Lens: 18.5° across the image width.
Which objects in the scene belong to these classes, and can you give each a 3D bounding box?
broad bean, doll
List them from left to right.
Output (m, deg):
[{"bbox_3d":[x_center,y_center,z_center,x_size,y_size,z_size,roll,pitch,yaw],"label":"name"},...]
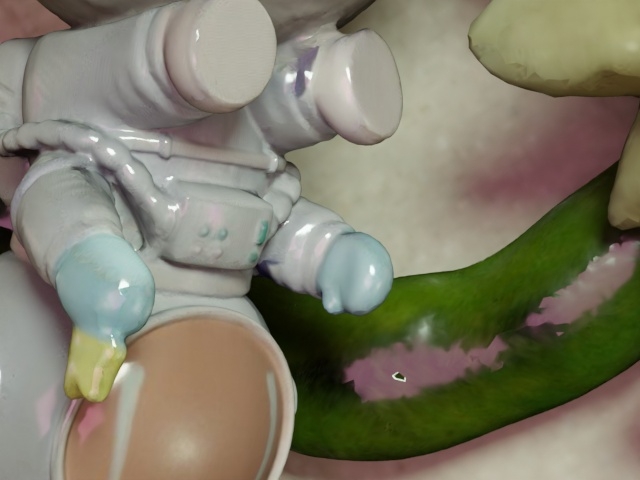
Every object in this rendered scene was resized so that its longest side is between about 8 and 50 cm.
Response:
[{"bbox_3d":[-0.048,-0.037,0.554,0.151,0.151,0.287,11,93,12],"label":"doll"},{"bbox_3d":[0.000,0.000,0.630,0.292,0.049,0.144,-6,83,11],"label":"broad bean"}]

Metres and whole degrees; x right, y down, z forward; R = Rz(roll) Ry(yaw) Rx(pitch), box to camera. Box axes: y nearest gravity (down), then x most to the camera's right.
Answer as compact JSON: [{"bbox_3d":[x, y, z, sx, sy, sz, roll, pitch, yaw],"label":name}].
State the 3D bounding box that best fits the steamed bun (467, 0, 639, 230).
[{"bbox_3d":[0.187,-0.057,0.513,0.247,0.189,0.428,-20,102,-17],"label":"steamed bun"}]
